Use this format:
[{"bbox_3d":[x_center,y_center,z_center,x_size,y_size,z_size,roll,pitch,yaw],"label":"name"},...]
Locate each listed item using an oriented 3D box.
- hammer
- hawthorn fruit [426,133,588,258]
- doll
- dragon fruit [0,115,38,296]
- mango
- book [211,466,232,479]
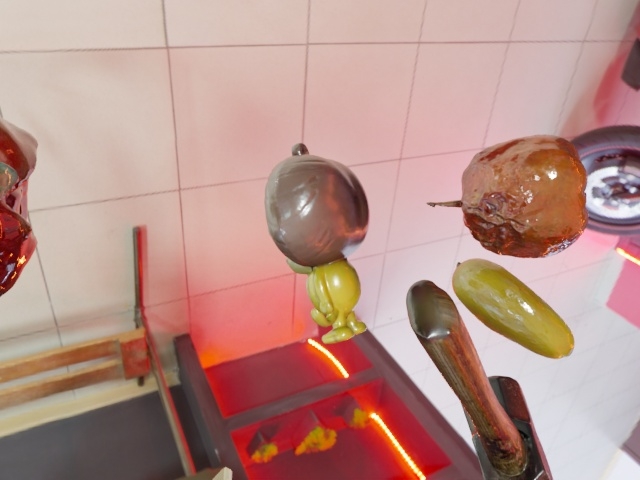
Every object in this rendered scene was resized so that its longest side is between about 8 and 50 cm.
[{"bbox_3d":[0.197,0.199,0.584,0.096,0.242,0.408,-21,127,15],"label":"hammer"},{"bbox_3d":[0.298,-0.066,0.815,0.244,0.207,0.207,-4,130,16],"label":"hawthorn fruit"},{"bbox_3d":[-0.004,0.001,0.477,0.096,0.188,0.145,-11,156,29],"label":"doll"},{"bbox_3d":[-0.251,-0.026,0.275,0.188,0.182,0.182,-60,146,-42],"label":"dragon fruit"},{"bbox_3d":[0.468,0.163,1.232,0.142,0.332,0.195,-50,146,-3],"label":"mango"},{"bbox_3d":[-0.239,0.587,0.800,0.032,0.389,0.269,39,98,-14],"label":"book"}]
